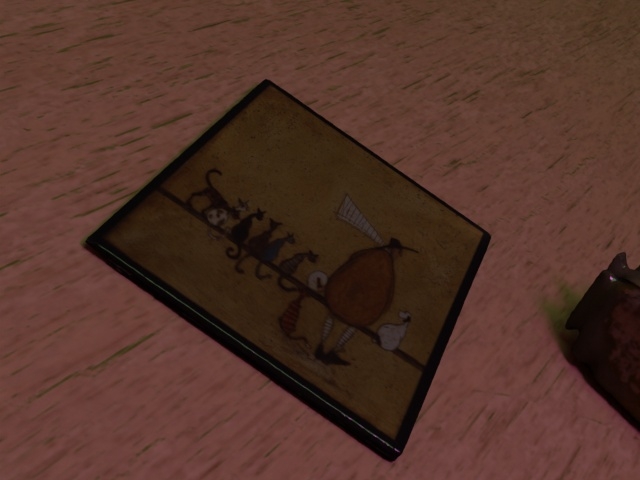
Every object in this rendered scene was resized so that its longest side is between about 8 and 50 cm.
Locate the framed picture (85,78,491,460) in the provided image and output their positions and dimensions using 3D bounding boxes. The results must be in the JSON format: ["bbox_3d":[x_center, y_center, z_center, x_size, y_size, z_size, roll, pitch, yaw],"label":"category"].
[{"bbox_3d":[0.000,0.000,0.893,0.255,0.014,0.338,36,32,0],"label":"framed picture"}]

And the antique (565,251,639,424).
[{"bbox_3d":[0.344,0.125,0.956,0.284,0.150,0.125,37,27,19],"label":"antique"}]
